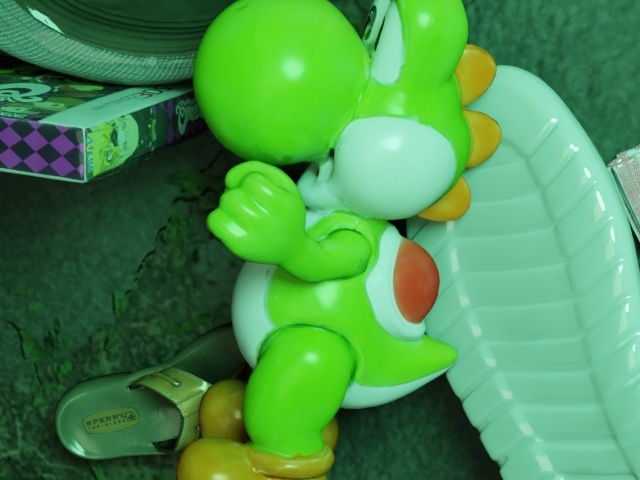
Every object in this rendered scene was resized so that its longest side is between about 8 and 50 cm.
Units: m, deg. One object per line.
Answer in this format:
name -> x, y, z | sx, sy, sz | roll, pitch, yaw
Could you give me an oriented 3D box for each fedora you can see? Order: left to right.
fedora -> -0.118, -0.232, 0.882 | 0.275, 0.124, 0.244 | -1, 125, 6

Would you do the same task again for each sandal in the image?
sandal -> -0.116, 0.125, 1.022 | 0.219, 0.060, 0.090 | -15, 99, 17
sandal -> 0.175, 0.084, 0.899 | 0.169, 0.102, 0.416 | -25, 81, 36

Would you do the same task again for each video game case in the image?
video game case -> -0.218, -0.093, 0.924 | 0.232, 0.210, 0.042 | 9, 107, 17

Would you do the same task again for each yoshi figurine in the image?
yoshi figurine -> -0.026, -0.010, 0.862 | 0.203, 0.203, 0.362 | 30, 111, 38

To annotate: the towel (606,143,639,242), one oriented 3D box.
towel -> 0.303, -0.028, 0.864 | 0.197, 0.029, 0.144 | -25, 95, 22
